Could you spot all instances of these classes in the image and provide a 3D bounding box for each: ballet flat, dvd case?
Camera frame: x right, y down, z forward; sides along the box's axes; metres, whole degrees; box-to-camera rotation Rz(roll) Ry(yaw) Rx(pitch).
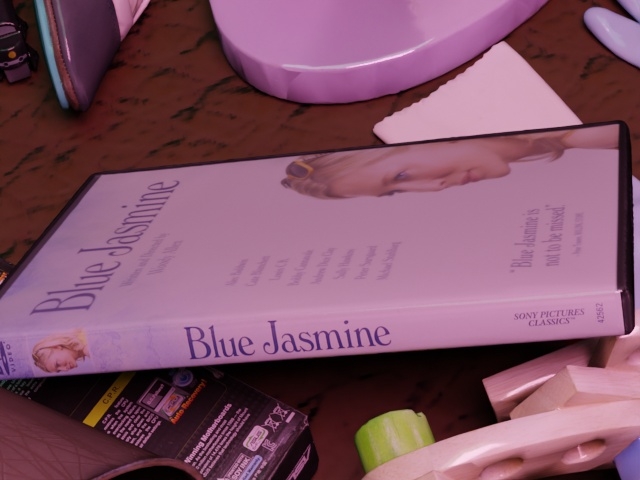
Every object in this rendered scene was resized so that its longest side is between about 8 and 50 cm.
[{"bbox_3d":[-0.125,-0.150,0.839,0.074,0.074,0.203,-20,52,-6],"label":"ballet flat"},{"bbox_3d":[0.000,0.000,0.674,0.253,0.022,0.180,-5,23,12],"label":"dvd case"}]

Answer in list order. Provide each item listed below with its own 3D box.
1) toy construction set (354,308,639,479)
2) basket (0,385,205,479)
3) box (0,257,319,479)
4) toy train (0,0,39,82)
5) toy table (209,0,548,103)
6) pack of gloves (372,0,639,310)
[{"bbox_3d":[0.098,0.149,0.546,0.215,0.151,0.327,-31,43,18],"label":"toy construction set"},{"bbox_3d":[-0.185,0.108,0.570,0.227,0.154,0.204,29,77,29],"label":"basket"},{"bbox_3d":[-0.126,0.114,0.669,0.184,0.045,0.190,23,62,25],"label":"box"},{"bbox_3d":[-0.180,-0.146,0.862,0.027,0.036,0.158,-21,55,-7],"label":"toy train"},{"bbox_3d":[0.049,-0.212,0.801,0.252,0.161,0.274,20,59,20],"label":"toy table"},{"bbox_3d":[0.167,-0.043,0.737,0.195,0.046,0.232,-33,57,-16],"label":"pack of gloves"}]
